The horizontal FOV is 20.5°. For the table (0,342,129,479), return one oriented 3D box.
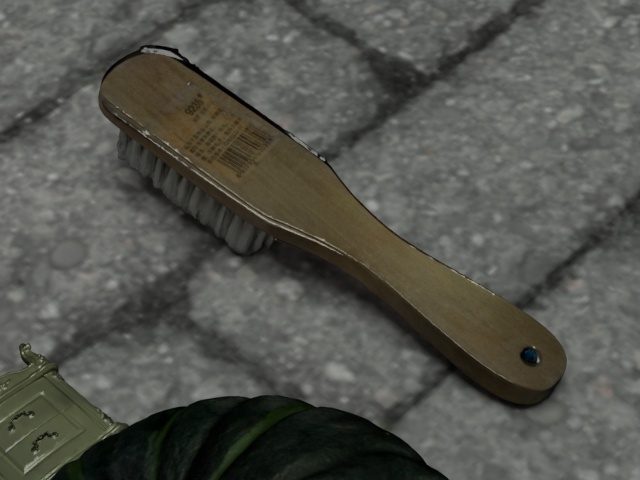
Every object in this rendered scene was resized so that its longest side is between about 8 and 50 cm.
[{"bbox_3d":[-0.155,0.112,0.938,0.079,0.062,0.083,-36,58,-28],"label":"table"}]

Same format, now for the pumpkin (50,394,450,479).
[{"bbox_3d":[-0.029,0.190,0.783,0.250,0.216,0.249,-5,76,18],"label":"pumpkin"}]

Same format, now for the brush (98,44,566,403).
[{"bbox_3d":[0.000,0.000,1.048,0.327,0.065,0.070,35,51,15],"label":"brush"}]
